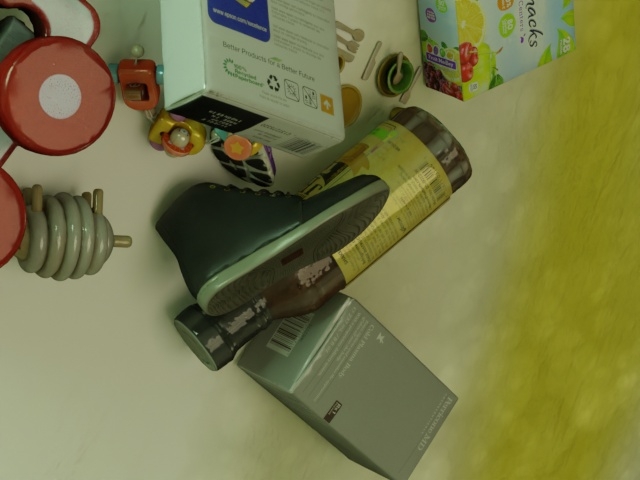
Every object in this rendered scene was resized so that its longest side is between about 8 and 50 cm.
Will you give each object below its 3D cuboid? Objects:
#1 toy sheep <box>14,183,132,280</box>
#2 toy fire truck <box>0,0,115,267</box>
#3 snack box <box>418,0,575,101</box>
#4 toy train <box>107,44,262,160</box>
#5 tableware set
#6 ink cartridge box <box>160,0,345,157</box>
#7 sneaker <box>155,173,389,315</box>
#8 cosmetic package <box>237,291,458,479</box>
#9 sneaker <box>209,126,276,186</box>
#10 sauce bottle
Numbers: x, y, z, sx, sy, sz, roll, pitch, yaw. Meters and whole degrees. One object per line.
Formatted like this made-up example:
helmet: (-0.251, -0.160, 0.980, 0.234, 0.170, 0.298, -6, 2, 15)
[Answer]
toy sheep: (-0.237, -0.005, 1.694, 0.132, 0.091, 0.091, 3, 107, -23)
toy fire truck: (-0.335, -0.123, 1.519, 0.254, 0.169, 0.302, 39, 79, -25)
snack box: (0.188, -0.278, 1.961, 0.174, 0.070, 0.207, -25, 124, -31)
toy train: (-0.118, -0.121, 1.720, 0.125, 0.166, 0.046, 91, 4, -47)
tableware set: (0.049, -0.160, 1.922, 0.154, 0.024, 0.104, 24, 92, -45)
ink cartridge box: (-0.067, -0.271, 1.663, 0.175, 0.069, 0.371, 17, 63, -44)
sneaker: (-0.048, -0.031, 1.794, 0.222, 0.118, 0.083, -29, 156, -13)
cosmetic package: (0.033, 0.154, 1.989, 0.238, 0.107, 0.127, 41, 77, -40)
sneaker: (-0.070, -0.126, 1.805, 0.071, 0.068, 0.170, -46, 137, -34)
sauce bottle: (0.000, 0.000, 1.881, 0.344, 0.111, 0.111, -40, 130, -16)
